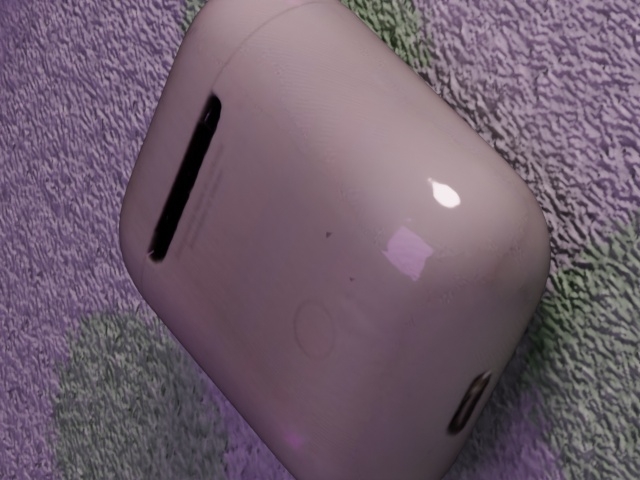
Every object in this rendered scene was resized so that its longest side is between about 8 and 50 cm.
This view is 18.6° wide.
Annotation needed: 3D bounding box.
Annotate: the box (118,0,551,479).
[{"bbox_3d":[-0.001,0.000,1.380,0.349,0.141,0.289,48,130,33],"label":"box"}]
